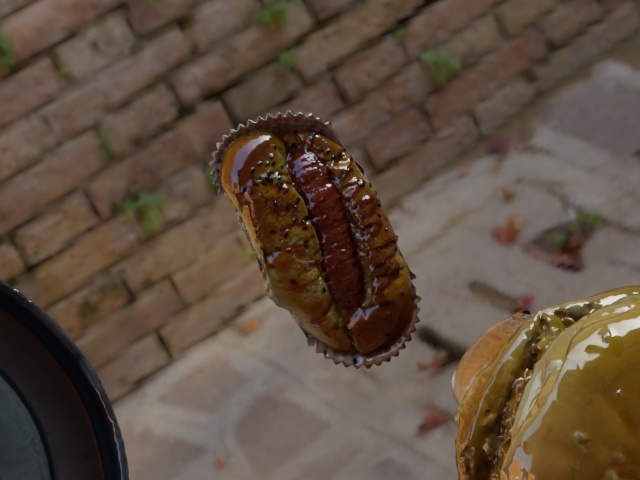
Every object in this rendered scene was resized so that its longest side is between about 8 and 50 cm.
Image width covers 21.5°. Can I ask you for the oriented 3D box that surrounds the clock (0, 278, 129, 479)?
[{"bbox_3d":[-0.277,0.161,1.023,0.319,0.319,0.066,-38,5,-22],"label":"clock"}]

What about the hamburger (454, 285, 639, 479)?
[{"bbox_3d":[0.243,0.178,1.241,0.318,0.318,0.158,-40,19,-26],"label":"hamburger"}]

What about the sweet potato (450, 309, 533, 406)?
[{"bbox_3d":[0.222,0.188,1.725,0.131,0.336,0.131,-7,65,14],"label":"sweet potato"}]

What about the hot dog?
[{"bbox_3d":[0.000,0.000,1.147,0.099,0.192,0.053,-28,5,-1],"label":"hot dog"}]
